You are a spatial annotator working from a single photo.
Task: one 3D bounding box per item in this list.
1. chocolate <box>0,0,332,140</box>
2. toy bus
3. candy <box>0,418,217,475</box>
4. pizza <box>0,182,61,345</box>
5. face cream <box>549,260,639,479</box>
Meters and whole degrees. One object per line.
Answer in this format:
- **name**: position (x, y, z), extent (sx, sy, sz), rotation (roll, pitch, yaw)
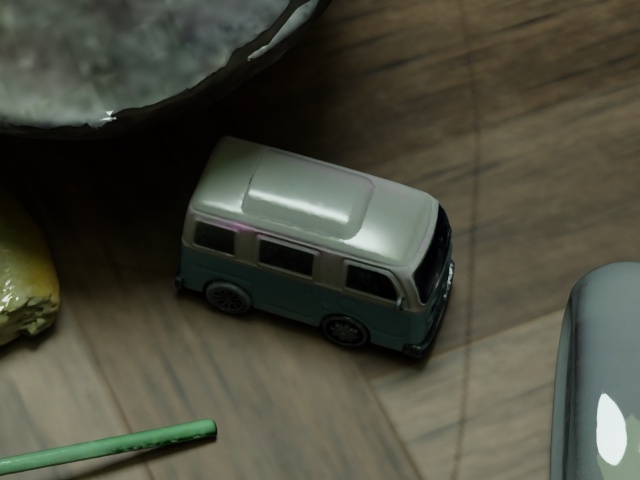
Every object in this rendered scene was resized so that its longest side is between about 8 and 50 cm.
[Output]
- **chocolate**: position (-0.102, -0.186, 0.926), extent (0.303, 0.213, 0.303), rotation (0, 86, 6)
- **toy bus**: position (0.000, 0.000, 0.893), extent (0.123, 0.075, 0.060), rotation (16, 54, 8)
- **candy**: position (-0.140, 0.097, 0.837), extent (0.202, 0.061, 0.061), rotation (-10, 55, -21)
- **pizza**: position (-0.250, 0.019, 0.859), extent (0.181, 0.034, 0.262), rotation (40, 48, 22)
- **face cream**: position (0.270, 0.095, 0.841), extent (0.337, 0.080, 0.163), rotation (7, 53, 0)
